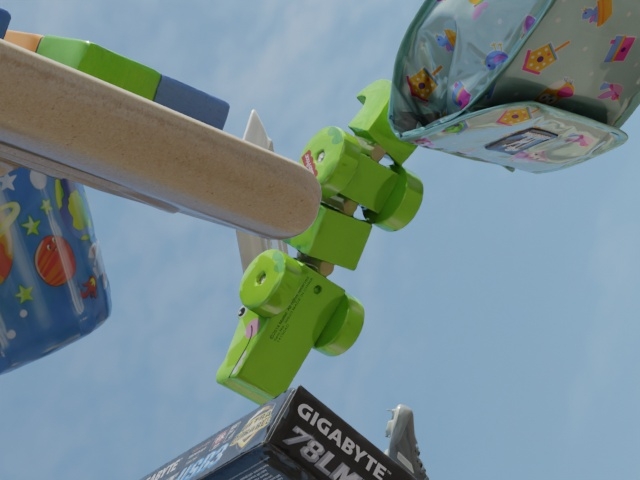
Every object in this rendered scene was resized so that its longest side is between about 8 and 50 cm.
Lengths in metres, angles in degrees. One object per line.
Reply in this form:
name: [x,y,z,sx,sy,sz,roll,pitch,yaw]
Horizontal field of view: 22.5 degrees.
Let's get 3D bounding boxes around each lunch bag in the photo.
lunch bag: [0.207,-0.177,1.521,0.223,0.160,0.262,8,-57,-44]

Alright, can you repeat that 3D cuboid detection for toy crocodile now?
toy crocodile: [0.000,0.000,1.558,0.115,0.105,0.340,27,-91,-34]

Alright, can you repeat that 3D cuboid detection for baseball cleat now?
baseball cleat: [0.128,0.315,2.057,0.072,0.109,0.206,24,-110,-78]

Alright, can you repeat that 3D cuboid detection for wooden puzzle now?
wooden puzzle: [-0.212,-0.093,0.840,0.322,0.348,0.080,20,-97,-40]

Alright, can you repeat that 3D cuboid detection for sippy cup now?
sippy cup: [-0.286,-0.004,1.339,0.305,0.240,0.224,-28,-82,-46]

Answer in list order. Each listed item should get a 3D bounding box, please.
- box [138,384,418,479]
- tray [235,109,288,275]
box: [0.001,0.279,1.369,0.293,0.295,0.073,39,-130,-12]
tray: [-0.073,-0.020,2.033,0.270,0.030,0.145,83,-164,-45]
